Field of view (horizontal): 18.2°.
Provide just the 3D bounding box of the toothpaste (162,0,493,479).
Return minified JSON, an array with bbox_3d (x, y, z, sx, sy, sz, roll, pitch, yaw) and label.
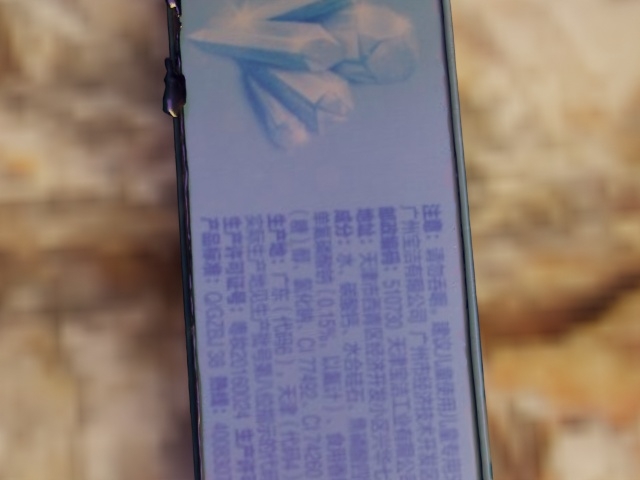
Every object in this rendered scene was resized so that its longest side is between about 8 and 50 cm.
[{"bbox_3d":[0.000,0.000,0.353,0.053,0.066,0.272,-4,78,-2],"label":"toothpaste"}]
